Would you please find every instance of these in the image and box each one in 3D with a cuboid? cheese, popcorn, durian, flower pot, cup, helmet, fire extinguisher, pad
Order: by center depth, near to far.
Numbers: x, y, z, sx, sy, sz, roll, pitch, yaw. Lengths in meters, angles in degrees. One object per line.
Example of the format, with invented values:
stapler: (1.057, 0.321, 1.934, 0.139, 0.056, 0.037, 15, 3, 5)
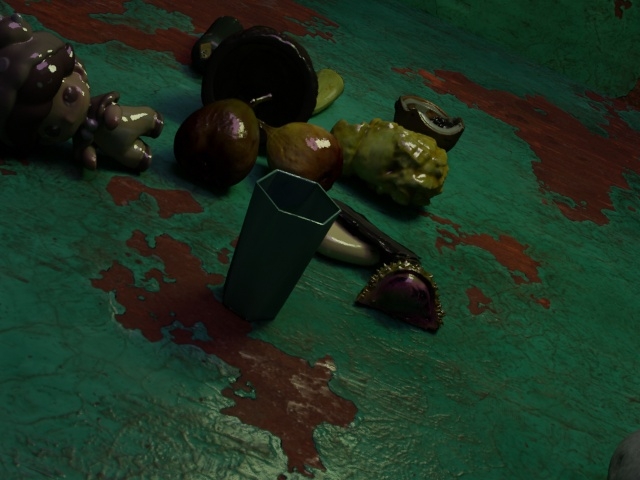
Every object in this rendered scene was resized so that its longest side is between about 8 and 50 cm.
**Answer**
cup: (-0.079, 0.020, 1.437, 0.134, 0.236, 0.148, 33, 28, 14)
durian: (0.172, 0.084, 1.646, 0.186, 0.108, 0.119, 21, 30, -7)
cheese: (0.000, -0.001, 1.711, 0.235, 0.050, 0.127, 2, 38, -35)
pad: (0.103, -0.025, 1.799, 0.233, 0.022, 0.174, 39, 11, 25)
flower pot: (-0.135, -0.374, 2.021, 0.266, 0.267, 0.267, 22, 19, -6)
popcorn: (0.168, -0.191, 2.030, 0.286, 0.174, 0.225, 23, 13, 18)
fire extinguisher: (-0.271, -0.510, 2.262, 0.114, 0.095, 0.311, -11, 27, 15)
helmet: (0.278, -0.299, 2.309, 0.198, 0.130, 0.224, 19, 20, -18)

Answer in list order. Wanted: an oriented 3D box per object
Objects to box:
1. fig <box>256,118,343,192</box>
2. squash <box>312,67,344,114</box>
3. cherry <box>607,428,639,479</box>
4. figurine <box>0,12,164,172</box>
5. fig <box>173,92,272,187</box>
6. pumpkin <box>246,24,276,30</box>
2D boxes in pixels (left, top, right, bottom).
fig: (-0.074, -0.203, 1.868, 0.257, 0.159, 0.159, 40, 33, 17)
squash: (-0.017, -0.378, 2.281, 0.094, 0.094, 0.224, 29, 38, 7)
cherry: (0.568, 0.407, 1.327, 0.255, 0.218, 0.296, 19, 19, -11)
figurine: (-0.482, -0.257, 1.613, 0.380, 0.248, 0.203, 23, 22, -30)
fig: (-0.182, -0.235, 1.792, 0.170, 0.146, 0.274, 27, 54, 11)
pumpkin: (-0.133, -0.462, 2.244, 0.211, 0.152, 0.212, 28, 32, -20)
